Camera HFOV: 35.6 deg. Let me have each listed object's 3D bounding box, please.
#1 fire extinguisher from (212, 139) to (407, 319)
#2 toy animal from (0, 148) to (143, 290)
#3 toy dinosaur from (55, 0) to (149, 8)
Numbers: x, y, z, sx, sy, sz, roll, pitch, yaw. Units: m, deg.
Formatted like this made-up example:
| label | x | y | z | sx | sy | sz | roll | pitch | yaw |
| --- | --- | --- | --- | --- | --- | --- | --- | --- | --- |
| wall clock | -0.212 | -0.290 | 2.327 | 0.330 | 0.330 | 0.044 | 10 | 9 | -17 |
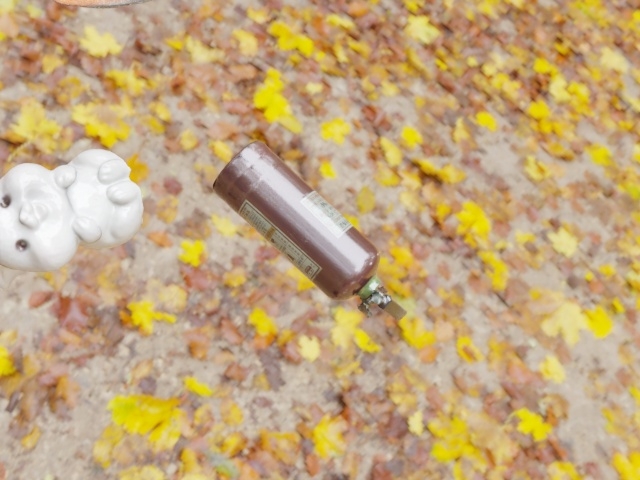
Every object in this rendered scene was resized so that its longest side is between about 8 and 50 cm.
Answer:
| label | x | y | z | sx | sy | sz | roll | pitch | yaw |
| --- | --- | --- | --- | --- | --- | --- | --- | --- | --- |
| fire extinguisher | 0.000 | 0.000 | 1.003 | 0.231 | 0.071 | 0.099 | 42 | 4 | 2 |
| toy animal | -0.323 | -0.029 | 1.200 | 0.193 | 0.178 | 0.127 | -25 | 93 | -30 |
| toy dinosaur | -0.104 | -0.228 | 0.803 | 0.055 | 0.280 | 0.101 | 57 | 45 | -48 |
